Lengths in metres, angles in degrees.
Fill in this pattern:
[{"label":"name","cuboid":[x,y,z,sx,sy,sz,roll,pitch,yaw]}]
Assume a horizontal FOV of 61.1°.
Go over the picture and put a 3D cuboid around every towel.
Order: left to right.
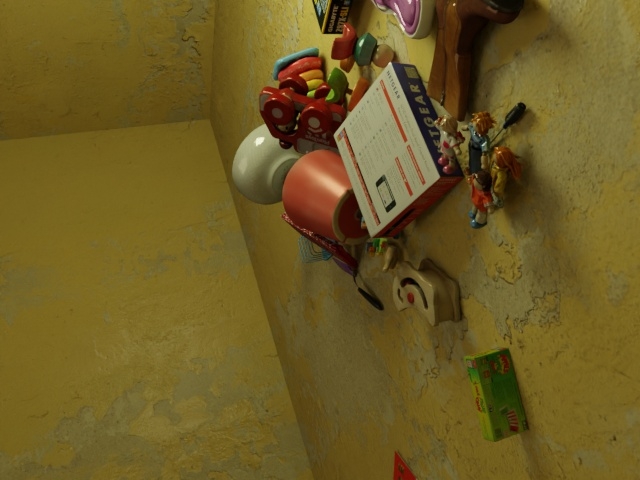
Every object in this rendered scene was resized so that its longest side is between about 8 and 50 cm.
[{"label":"towel","cuboid":[0.000,0.000,1.906,0.274,0.031,0.199,32,174,30]}]

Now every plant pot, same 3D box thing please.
[{"label":"plant pot","cuboid":[0.055,-0.120,1.681,0.243,0.274,0.275,35,133,50]}]

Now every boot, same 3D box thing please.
[{"label":"boot","cuboid":[0.288,-0.373,1.086,0.264,0.096,0.281,-124,29,-49]}]

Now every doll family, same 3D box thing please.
[{"label":"doll family","cuboid":[0.325,-0.166,1.091,0.163,0.118,0.263,77,176,-53]}]

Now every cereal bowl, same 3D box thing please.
[{"label":"cereal bowl","cuboid":[-0.169,-0.280,2.114,0.141,0.338,0.339,40,140,36]}]

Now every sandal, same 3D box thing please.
[{"label":"sandal","cuboid":[0.156,-0.612,1.283,0.416,0.102,0.170,-113,22,-48]}]

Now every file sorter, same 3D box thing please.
[{"label":"file sorter","cuboid":[-0.012,0.012,2.132,0.170,0.104,0.118,135,121,-67]}]

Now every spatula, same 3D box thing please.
[{"label":"spatula","cuboid":[0.131,0.151,1.882,0.296,0.030,0.084,51,178,46]}]

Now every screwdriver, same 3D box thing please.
[{"label":"screwdriver","cuboid":[0.362,-0.216,1.082,0.025,0.024,0.170,42,157,13]}]

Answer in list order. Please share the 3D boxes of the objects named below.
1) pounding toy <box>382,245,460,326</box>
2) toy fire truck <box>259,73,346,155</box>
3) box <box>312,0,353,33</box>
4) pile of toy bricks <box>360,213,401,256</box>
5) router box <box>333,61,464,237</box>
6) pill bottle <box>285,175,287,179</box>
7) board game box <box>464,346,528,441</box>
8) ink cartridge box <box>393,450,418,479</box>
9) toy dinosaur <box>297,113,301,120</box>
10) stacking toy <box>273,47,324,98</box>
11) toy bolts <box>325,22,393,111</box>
[{"label":"pounding toy","cuboid":[0.232,0.138,1.426,0.269,0.154,0.154,-132,40,-56]},{"label":"toy fire truck","cuboid":[-0.059,-0.388,1.797,0.254,0.301,0.169,96,-166,-47]},{"label":"box","cuboid":[0.029,-0.804,1.565,0.257,0.079,0.322,108,153,-59]},{"label":"pile of toy bricks","cuboid":[0.175,-0.008,1.547,0.105,0.117,0.213,-93,6,-52]},{"label":"router box","cuboid":[0.183,-0.220,1.384,0.301,0.082,0.336,-44,57,51]},{"label":"pill bottle","cuboid":[-0.025,-0.163,1.975,0.301,0.169,0.170,-131,35,-56]},{"label":"board game box","cuboid":[0.385,0.335,1.191,0.043,0.092,0.182,153,106,-70]},{"label":"ink cartridge box","cuboid":[0.299,0.940,1.767,0.385,0.091,0.309,-134,38,-56]},{"label":"toy dinosaur","cuboid":[-0.072,-0.491,2.110,0.183,0.053,0.093,-134,39,-58]},{"label":"stacking toy","cuboid":[-0.033,-0.498,1.888,0.175,0.165,0.302,153,95,-78]},{"label":"toy bolts","cuboid":[0.124,-0.492,1.509,0.229,0.158,0.218,97,-163,-64]}]
